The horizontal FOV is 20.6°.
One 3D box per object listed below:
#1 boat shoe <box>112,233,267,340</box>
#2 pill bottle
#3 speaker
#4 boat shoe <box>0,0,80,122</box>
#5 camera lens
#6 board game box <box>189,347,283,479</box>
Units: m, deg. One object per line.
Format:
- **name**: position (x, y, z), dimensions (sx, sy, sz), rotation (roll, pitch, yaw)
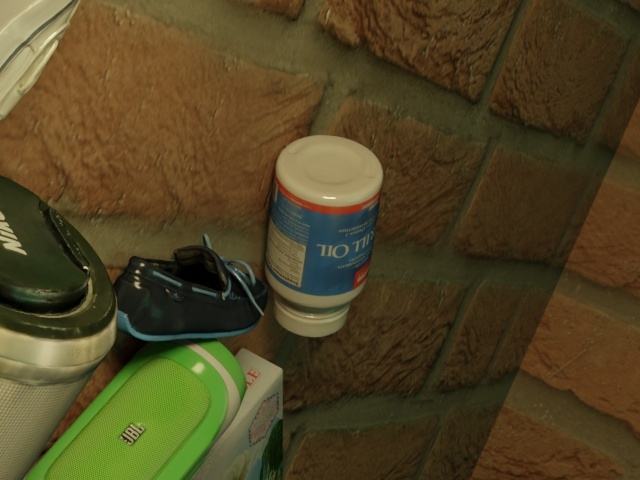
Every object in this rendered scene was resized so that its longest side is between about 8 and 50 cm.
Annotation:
- **boat shoe**: position (-0.121, 0.050, 1.830), dimensions (0.258, 0.109, 0.089), rotation (-12, 122, -67)
- **pill bottle**: position (0.000, 0.000, 2.030), dimensions (0.124, 0.124, 0.221), rotation (-44, 151, -43)
- **speaker**: position (-0.201, 0.223, 1.801), dimensions (0.296, 0.131, 0.131), rotation (-49, 155, -35)
- **boat shoe**: position (-0.239, -0.156, 1.330), dimensions (0.267, 0.096, 0.088), rotation (-58, 162, -14)
- **camera lens**: position (-0.290, 0.092, 1.250), dimensions (0.274, 0.219, 0.219), rotation (-55, 163, 21)
- **board game box**: position (-0.156, 0.342, 2.130), dimensions (0.319, 0.066, 0.318), rotation (-49, 154, -35)
